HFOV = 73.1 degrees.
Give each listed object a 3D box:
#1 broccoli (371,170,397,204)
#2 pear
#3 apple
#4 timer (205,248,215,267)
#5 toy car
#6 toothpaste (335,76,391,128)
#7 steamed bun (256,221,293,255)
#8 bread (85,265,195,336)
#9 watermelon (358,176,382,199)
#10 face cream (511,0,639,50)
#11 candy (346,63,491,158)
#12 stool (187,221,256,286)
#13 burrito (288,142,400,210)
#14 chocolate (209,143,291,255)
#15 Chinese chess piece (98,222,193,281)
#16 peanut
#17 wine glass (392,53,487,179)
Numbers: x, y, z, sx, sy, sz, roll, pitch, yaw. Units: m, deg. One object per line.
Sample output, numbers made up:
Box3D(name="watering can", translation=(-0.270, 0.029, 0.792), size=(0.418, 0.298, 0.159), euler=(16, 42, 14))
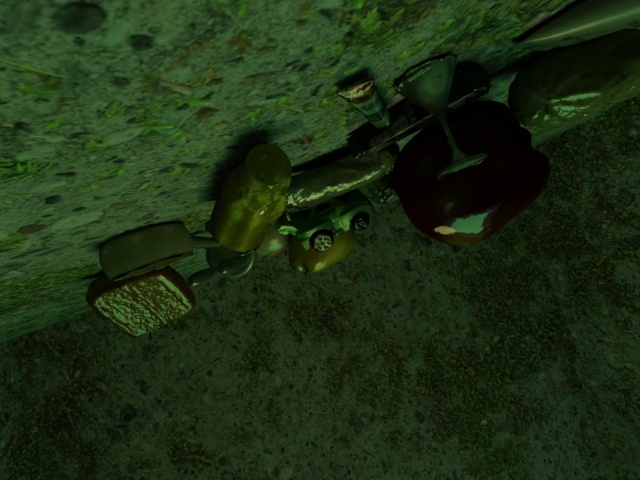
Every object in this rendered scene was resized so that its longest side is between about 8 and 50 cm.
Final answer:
Box3D(name="broccoli", translation=(0.227, -0.206, 1.598), size=(0.161, 0.138, 0.145), euler=(20, -163, 13))
Box3D(name="pear", translation=(0.002, -0.001, 1.916), size=(0.337, 0.284, 0.285), euler=(-57, 173, 5))
Box3D(name="apple", translation=(0.310, -0.138, 0.946), size=(0.316, 0.288, 0.288), euler=(-38, 169, 29))
Box3D(name="timer", translation=(-0.407, 0.041, 1.837), size=(0.175, 0.176, 0.255), euler=(-20, -155, -6))
Box3D(name="toy car", translation=(0.017, -0.094, 1.647), size=(0.358, 0.177, 0.213), euler=(-28, -151, 4))
Box3D(name="toothpaste", translation=(0.087, -0.238, 0.756), size=(0.062, 0.039, 0.239), euler=(-14, 177, 19))
Box3D(name="steamed bun", translation=(-0.216, -0.006, 1.986), size=(0.231, 0.145, 0.232), euler=(-20, 177, -1))
Box3D(name="bread", translation=(-0.685, 0.208, 1.692), size=(0.327, 0.148, 0.337), euler=(-27, 139, 1))
Box3D(name="watermelon", translation=(0.156, -0.230, 1.424), size=(0.159, 0.121, 0.098), euler=(-63, -162, -2))
Box3D(name="face cream", translation=(0.477, -0.372, 0.672), size=(0.143, 0.089, 0.314), euler=(-18, -173, -35))
Box3D(name="candy", translation=(0.190, -0.256, 0.895), size=(0.312, 0.061, 0.088), euler=(-23, 179, 44))
Box3D(name="stool", translation=(-0.349, 0.039, 1.478), size=(0.195, 0.196, 0.198), euler=(-21, 173, 24))
Box3D(name="burrito", translation=(0.051, -0.170, 1.131), size=(0.347, 0.107, 0.175), euler=(-23, 177, 8))
Box3D(name="chocolate", translation=(-0.141, -0.079, 0.931), size=(0.162, 0.162, 0.445), euler=(-19, 176, -21))
Box3D(name="Chinese chess piece", translation=(-0.487, 0.033, 1.218), size=(0.249, 0.103, 0.250), euler=(-21, 178, -1))
Box3D(name="peanut", translation=(0.562, -0.348, 0.915), size=(0.339, 0.159, 0.174), euler=(-26, 179, -8))
Box3D(name="wine glass", translation=(0.213, -0.207, 0.746), size=(0.122, 0.183, 0.122), euler=(-22, 178, -1))
